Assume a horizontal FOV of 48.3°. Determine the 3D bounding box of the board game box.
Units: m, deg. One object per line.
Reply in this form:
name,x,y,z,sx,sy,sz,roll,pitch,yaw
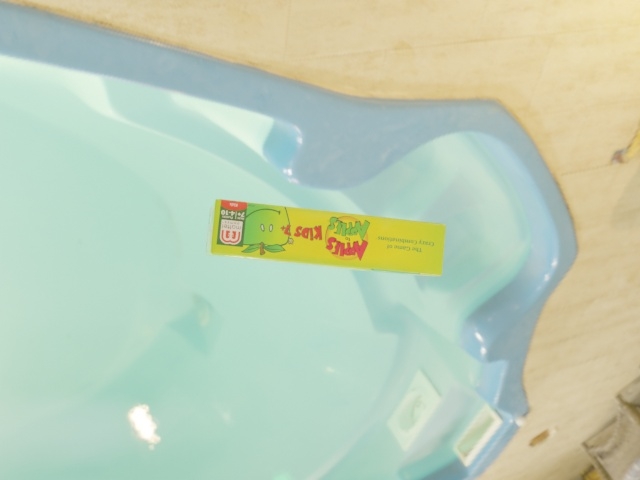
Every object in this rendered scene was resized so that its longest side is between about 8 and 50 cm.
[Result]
board game box,0.000,0.000,0.588,0.181,0.092,0.043,6,88,-11
